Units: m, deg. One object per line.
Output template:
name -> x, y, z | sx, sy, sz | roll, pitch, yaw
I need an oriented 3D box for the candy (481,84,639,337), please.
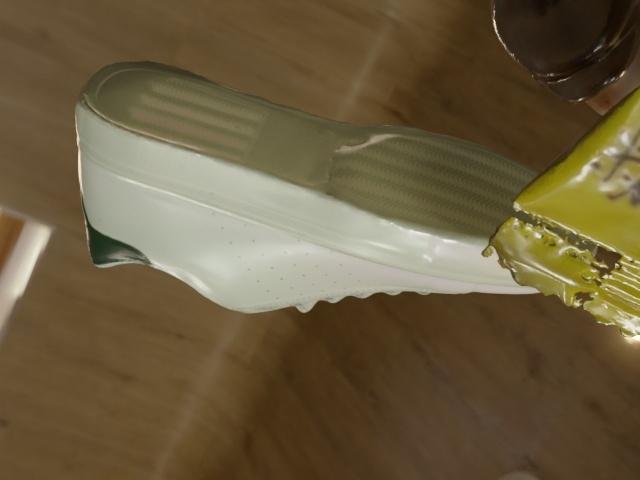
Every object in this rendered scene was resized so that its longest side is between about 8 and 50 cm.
candy -> 0.227, -0.070, 0.576 | 0.081, 0.187, 0.297 | -74, -172, -68

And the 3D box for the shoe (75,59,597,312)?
shoe -> 0.000, 0.000, 0.816 | 0.132, 0.362, 0.160 | -76, -178, -52

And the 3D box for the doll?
doll -> 0.265, -0.170, 0.921 | 0.317, 0.339, 0.209 | -8, -100, 35
